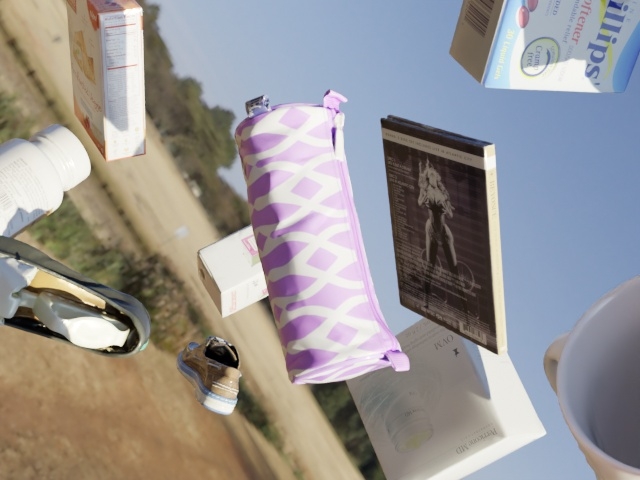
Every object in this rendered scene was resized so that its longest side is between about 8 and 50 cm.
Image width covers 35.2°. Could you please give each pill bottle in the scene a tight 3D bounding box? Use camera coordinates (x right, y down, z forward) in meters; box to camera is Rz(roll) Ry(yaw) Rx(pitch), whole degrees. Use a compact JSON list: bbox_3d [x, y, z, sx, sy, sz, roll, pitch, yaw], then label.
[{"bbox_3d":[-0.475,-0.083,1.561,0.131,0.229,0.131,27,-42,26],"label":"pill bottle"}]

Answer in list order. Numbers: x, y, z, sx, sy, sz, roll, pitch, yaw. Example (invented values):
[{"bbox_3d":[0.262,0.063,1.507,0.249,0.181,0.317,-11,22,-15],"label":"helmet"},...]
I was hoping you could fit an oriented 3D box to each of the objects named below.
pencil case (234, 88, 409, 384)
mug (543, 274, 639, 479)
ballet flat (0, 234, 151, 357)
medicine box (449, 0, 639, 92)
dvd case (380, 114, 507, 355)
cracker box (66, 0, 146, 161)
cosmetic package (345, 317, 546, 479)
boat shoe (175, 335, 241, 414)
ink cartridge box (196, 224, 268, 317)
[{"bbox_3d":[0.000,0.000,0.714,0.086,0.088,0.206,8,67,-65],"label":"pencil case"},{"bbox_3d":[0.423,0.218,1.189,0.374,0.276,0.328,23,-24,47],"label":"mug"},{"bbox_3d":[-0.312,0.061,1.108,0.280,0.095,0.096,20,9,-22],"label":"ballet flat"},{"bbox_3d":[0.397,-0.398,1.680,0.149,0.289,0.264,-118,-147,-51],"label":"medicine box"},{"bbox_3d":[0.125,-0.009,1.032,0.164,0.018,0.221,26,-49,53],"label":"dvd case"},{"bbox_3d":[-0.310,-0.253,1.452,0.156,0.067,0.232,48,-37,45],"label":"cracker box"},{"bbox_3d":[0.188,0.251,1.572,0.138,0.224,0.225,7,53,-53],"label":"cosmetic package"},{"bbox_3d":[-0.136,0.163,1.307,0.066,0.066,0.183,24,5,-26],"label":"boat shoe"},{"bbox_3d":[-0.054,0.018,0.974,0.052,0.122,0.088,61,-13,16],"label":"ink cartridge box"}]
